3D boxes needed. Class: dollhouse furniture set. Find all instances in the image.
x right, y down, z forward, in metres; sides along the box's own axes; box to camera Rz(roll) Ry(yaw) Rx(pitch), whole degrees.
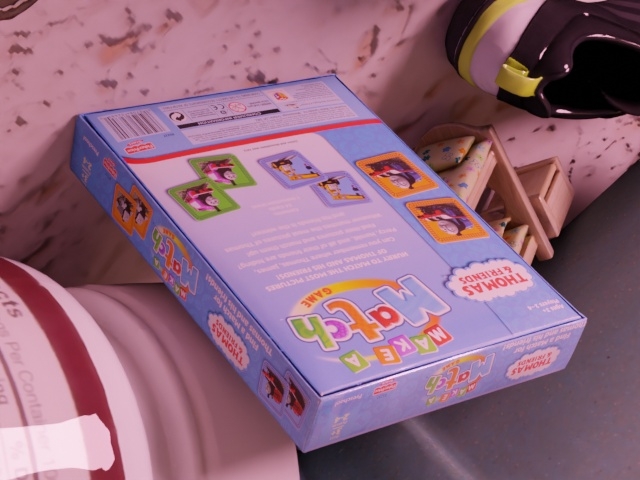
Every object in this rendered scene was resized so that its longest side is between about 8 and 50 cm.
[{"bbox_3d":[0.043,-0.005,0.971,0.101,0.161,0.182,61,31,-21],"label":"dollhouse furniture set"}]

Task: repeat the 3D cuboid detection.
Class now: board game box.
[{"bbox_3d":[0.000,0.000,0.783,0.160,0.211,0.039,-13,134,-36],"label":"board game box"}]

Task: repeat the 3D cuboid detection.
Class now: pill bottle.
[{"bbox_3d":[-0.214,0.116,0.686,0.392,0.224,0.224,-1,127,-43],"label":"pill bottle"}]

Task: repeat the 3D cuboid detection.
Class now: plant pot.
[{"bbox_3d":[0.204,0.132,1.020,0.334,0.341,0.341,-48,145,1],"label":"plant pot"}]

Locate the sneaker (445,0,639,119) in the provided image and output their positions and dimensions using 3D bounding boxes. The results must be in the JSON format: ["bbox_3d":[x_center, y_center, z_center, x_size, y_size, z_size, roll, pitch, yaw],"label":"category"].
[{"bbox_3d":[0.172,-0.098,0.948,0.234,0.097,0.084,-8,132,-39],"label":"sneaker"}]

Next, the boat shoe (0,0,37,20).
[{"bbox_3d":[-0.083,-0.178,0.643,0.081,0.069,0.228,14,116,-50],"label":"boat shoe"}]
